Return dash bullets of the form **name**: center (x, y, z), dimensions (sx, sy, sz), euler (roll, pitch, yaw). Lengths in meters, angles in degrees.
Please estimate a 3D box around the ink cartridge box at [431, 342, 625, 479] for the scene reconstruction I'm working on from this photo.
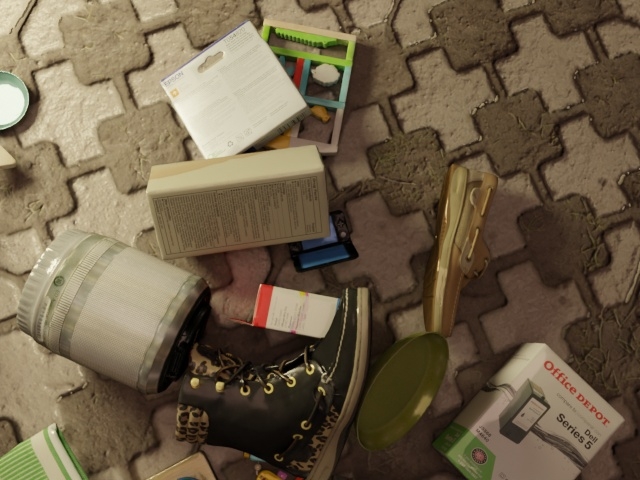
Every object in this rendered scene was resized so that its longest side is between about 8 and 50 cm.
- **ink cartridge box**: center (0.373, 0.348, 1.206), dimensions (0.198, 0.115, 0.273), euler (44, 82, 4)

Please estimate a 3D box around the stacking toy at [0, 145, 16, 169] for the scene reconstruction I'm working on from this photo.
- **stacking toy**: center (-0.756, -0.161, 1.247), dimensions (0.279, 0.130, 0.309), euler (-35, 91, -26)

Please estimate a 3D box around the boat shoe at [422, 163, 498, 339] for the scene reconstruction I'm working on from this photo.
- **boat shoe**: center (0.267, 0.025, 1.245), dimensions (0.110, 0.121, 0.341), euler (12, 80, 0)

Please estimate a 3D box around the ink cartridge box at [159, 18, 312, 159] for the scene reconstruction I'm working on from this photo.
- **ink cartridge box**: center (-0.165, -0.275, 1.277), dimensions (0.223, 0.045, 0.224), euler (-33, 76, 5)

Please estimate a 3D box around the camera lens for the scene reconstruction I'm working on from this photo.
- **camera lens**: center (-0.343, 0.123, 1.149), dimensions (0.274, 0.219, 0.219), euler (24, 81, 0)

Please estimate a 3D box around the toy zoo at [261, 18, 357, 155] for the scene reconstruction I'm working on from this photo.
- **toy zoo**: center (-0.044, -0.284, 1.319), dimensions (0.192, 0.030, 0.293), euler (11, 81, -1)

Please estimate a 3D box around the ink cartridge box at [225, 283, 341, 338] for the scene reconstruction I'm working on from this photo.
- **ink cartridge box**: center (-0.047, 0.131, 1.207), dimensions (0.231, 0.134, 0.078), euler (11, 82, -2)

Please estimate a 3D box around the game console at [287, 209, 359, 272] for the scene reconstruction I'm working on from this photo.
- **game console**: center (0.000, 0.000, 1.260), dimensions (0.122, 0.071, 0.107), euler (-14, 83, -5)

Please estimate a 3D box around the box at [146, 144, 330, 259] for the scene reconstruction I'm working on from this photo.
- **box**: center (-0.144, -0.072, 1.211), dimensions (0.311, 0.121, 0.148), euler (-7, 120, -5)

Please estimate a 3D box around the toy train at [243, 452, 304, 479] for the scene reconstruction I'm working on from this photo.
- **toy train**: center (-0.069, 0.405, 1.214), dimensions (0.125, 0.046, 0.166), euler (-28, 82, -17)

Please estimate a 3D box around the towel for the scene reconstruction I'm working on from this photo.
- **towel**: center (-0.524, 0.504, 1.135), dimensions (0.325, 0.038, 0.248), euler (-40, 72, 3)

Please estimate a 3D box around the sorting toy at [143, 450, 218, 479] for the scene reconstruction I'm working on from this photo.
- **sorting toy**: center (-0.270, 0.548, 1.158), dimensions (0.257, 0.089, 0.255), euler (-27, 84, -6)

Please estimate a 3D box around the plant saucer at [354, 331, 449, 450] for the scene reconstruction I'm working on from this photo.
- **plant saucer**: center (0.138, 0.259, 1.175), dimensions (0.037, 0.241, 0.241), euler (31, 80, 37)

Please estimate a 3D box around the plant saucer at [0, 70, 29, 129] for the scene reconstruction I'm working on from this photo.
- **plant saucer**: center (-0.625, -0.270, 1.292), dimensions (0.119, 0.021, 0.119), euler (0, 83, -3)

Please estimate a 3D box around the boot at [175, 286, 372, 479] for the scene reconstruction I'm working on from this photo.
- **boot**: center (-0.078, 0.225, 1.098), dimensions (0.284, 0.138, 0.377), euler (14, 117, -2)

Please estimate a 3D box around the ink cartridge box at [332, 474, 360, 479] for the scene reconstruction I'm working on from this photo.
- **ink cartridge box**: center (0.136, 0.541, 1.125), dimensions (0.270, 0.198, 0.197), euler (13, 82, -2)
